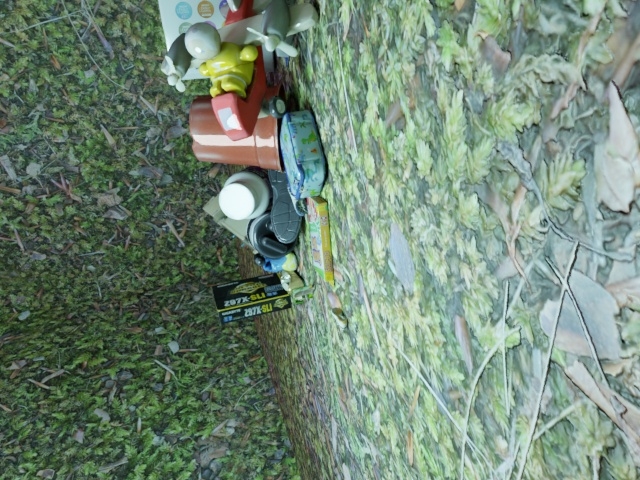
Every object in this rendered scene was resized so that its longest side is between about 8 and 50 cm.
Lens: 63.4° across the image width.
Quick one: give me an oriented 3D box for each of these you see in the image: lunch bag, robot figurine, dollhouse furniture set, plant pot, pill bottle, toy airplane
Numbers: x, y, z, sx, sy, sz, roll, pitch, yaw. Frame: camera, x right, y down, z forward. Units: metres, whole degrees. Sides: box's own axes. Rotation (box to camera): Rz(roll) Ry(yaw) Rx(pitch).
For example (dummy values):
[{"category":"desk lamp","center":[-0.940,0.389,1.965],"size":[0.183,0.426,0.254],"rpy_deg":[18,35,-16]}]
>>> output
[{"category":"lunch bag","center":[-0.053,-0.234,1.442],"size":[0.176,0.090,0.218],"rpy_deg":[116,143,-71]},{"category":"robot figurine","center":[-0.178,-0.026,1.918],"size":[0.173,0.209,0.278],"rpy_deg":[66,169,-14]},{"category":"dollhouse furniture set","center":[-0.067,0.172,1.810],"size":[0.151,0.076,0.058],"rpy_deg":[108,147,-64]},{"category":"plant pot","center":[-0.247,-0.344,1.597],"size":[0.272,0.265,0.272],"rpy_deg":[0,-90,-88]},{"category":"pill bottle","center":[-0.244,-0.172,1.837],"size":[0.301,0.170,0.169],"rpy_deg":[-57,-37,-68]},{"category":"dollhouse furniture set","center":[-0.287,-0.070,2.220],"size":[0.286,0.198,0.303],"rpy_deg":[35,167,27]},{"category":"toy airplane","center":[-0.228,-0.502,1.318],"size":[0.384,0.272,0.386],"rpy_deg":[47,113,23]}]

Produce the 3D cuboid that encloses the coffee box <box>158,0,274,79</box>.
[{"category":"coffee box","center":[-0.361,-0.759,1.737],"size":[0.338,0.338,0.334],"rpy_deg":[-117,21,-54]}]

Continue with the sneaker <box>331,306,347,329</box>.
[{"category":"sneaker","center":[0.051,0.223,1.474],"size":[0.083,0.032,0.036],"rpy_deg":[-123,27,-58]}]

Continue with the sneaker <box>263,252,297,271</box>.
[{"category":"sneaker","center":[-0.176,0.060,2.048],"size":[0.240,0.126,0.091],"rpy_deg":[-139,41,-67]}]

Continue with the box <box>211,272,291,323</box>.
[{"category":"box","center":[-0.316,0.254,2.341],"size":[0.257,0.322,0.079],"rpy_deg":[-129,30,-63]}]

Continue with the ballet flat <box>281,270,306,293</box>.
[{"category":"ballet flat","center":[-0.118,0.155,1.999],"size":[0.232,0.073,0.080],"rpy_deg":[-153,52,-73]}]

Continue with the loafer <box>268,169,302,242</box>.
[{"category":"loafer","center":[-0.115,-0.130,1.774],"size":[0.095,0.109,0.302],"rpy_deg":[58,-157,-75]}]

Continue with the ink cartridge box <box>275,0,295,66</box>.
[{"category":"ink cartridge box","center":[-0.126,-0.656,1.497],"size":[0.224,0.045,0.223],"rpy_deg":[118,140,-68]}]

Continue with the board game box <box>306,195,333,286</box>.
[{"category":"board game box","center":[0.000,0.000,1.517],"size":[0.124,0.039,0.259],"rpy_deg":[-132,31,-65]}]

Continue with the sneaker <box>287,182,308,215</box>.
[{"category":"sneaker","center":[-0.076,-0.141,1.674],"size":[0.058,0.052,0.135],"rpy_deg":[127,132,-77]}]
